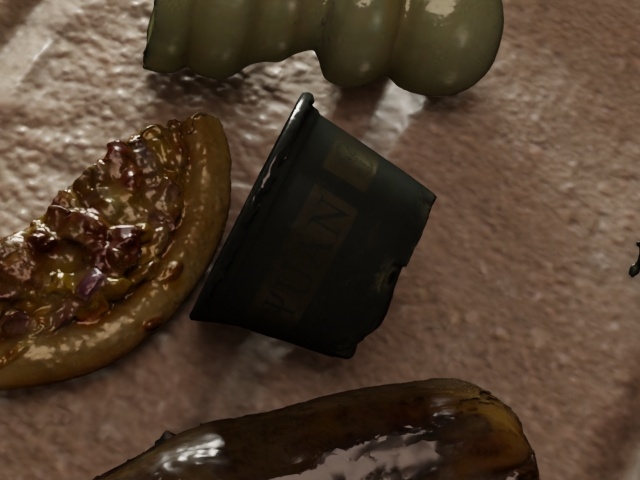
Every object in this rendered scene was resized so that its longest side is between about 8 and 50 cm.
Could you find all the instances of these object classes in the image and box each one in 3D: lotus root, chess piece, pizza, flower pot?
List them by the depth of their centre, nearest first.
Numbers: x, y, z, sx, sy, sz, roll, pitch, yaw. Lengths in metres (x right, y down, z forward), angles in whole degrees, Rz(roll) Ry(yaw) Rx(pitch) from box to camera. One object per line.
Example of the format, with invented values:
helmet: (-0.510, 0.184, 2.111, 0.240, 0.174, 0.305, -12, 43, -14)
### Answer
lotus root: (-0.022, 0.156, 0.866, 0.329, 0.078, 0.167, -13, 58, -14)
flower pot: (0.000, 0.000, 0.930, 0.107, 0.157, 0.157, 26, 58, -2)
pizza: (-0.135, 0.005, 0.959, 0.246, 0.058, 0.127, -37, 68, -27)
chess piece: (0.006, -0.161, 1.052, 0.243, 0.133, 0.133, 10, 57, -8)

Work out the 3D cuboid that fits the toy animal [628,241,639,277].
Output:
toy animal: (0.249, -0.002, 1.014, 0.065, 0.047, 0.135, 28, 61, 18)
